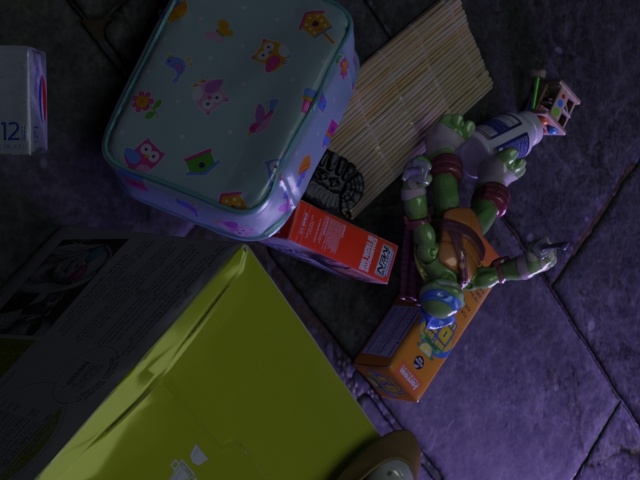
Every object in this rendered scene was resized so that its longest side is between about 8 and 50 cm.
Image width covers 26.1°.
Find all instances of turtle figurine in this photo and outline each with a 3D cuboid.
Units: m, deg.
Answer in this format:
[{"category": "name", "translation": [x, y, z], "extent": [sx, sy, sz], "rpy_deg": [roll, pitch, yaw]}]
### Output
[{"category": "turtle figurine", "translation": [0.197, -0.047, 1.663], "extent": [0.274, 0.198, 0.266], "rpy_deg": [91, 8, -45]}]

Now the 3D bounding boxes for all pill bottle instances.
[{"category": "pill bottle", "translation": [0.242, -0.133, 1.852], "extent": [0.120, 0.067, 0.067], "rpy_deg": [-26, 110, -36]}]

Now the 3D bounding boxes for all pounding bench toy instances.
[{"category": "pounding bench toy", "translation": [0.308, -0.190, 1.913], "extent": [0.083, 0.052, 0.065], "rpy_deg": [40, 68, -35]}]

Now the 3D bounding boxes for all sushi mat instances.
[{"category": "sushi mat", "translation": [0.103, -0.176, 1.763], "extent": [0.316, 0.019, 0.151], "rpy_deg": [-43, 120, -30]}]

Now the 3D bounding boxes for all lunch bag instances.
[{"category": "lunch bag", "translation": [-0.096, -0.153, 1.475], "extent": [0.108, 0.224, 0.279], "rpy_deg": [70, 42, -65]}]

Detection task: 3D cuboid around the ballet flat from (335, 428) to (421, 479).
[{"category": "ballet flat", "translation": [0.035, 0.256, 1.262], "extent": [0.232, 0.073, 0.080], "rpy_deg": [-37, 116, -35]}]

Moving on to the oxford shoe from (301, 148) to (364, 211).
[{"category": "oxford shoe", "translation": [-0.062, -0.105, 1.593], "extent": [0.227, 0.096, 0.083], "rpy_deg": [39, 77, -15]}]

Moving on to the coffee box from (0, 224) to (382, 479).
[{"category": "coffee box", "translation": [-0.183, 0.225, 1.342], "extent": [0.338, 0.334, 0.337], "rpy_deg": [-49, 121, -27]}]

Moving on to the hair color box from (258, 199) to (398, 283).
[{"category": "hair color box", "translation": [0.000, 0.000, 1.640], "extent": [0.167, 0.093, 0.053], "rpy_deg": [23, 79, -38]}]

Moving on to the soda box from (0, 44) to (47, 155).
[{"category": "soda box", "translation": [-0.387, -0.122, 1.207], "extent": [0.286, 0.091, 0.098], "rpy_deg": [-1, 94, -2]}]

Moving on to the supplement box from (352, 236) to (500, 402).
[{"category": "supplement box", "translation": [0.142, 0.095, 1.778], "extent": [0.078, 0.080, 0.233], "rpy_deg": [49, 66, -29]}]
